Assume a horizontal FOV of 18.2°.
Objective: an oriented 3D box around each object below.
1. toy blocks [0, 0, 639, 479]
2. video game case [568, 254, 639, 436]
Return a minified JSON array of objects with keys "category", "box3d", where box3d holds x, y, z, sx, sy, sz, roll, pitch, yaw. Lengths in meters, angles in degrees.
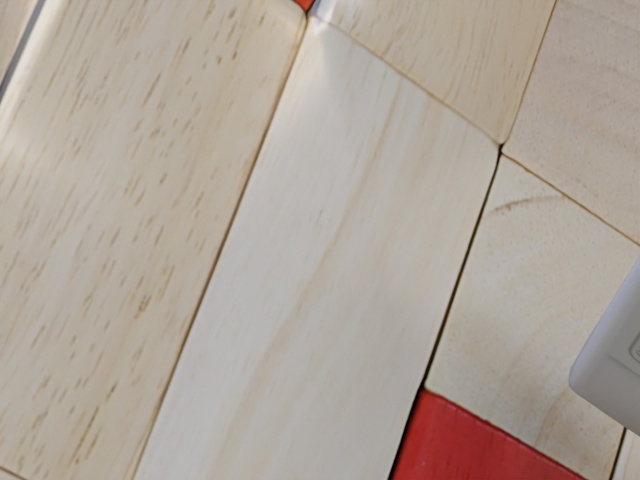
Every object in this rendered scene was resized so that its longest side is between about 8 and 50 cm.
[{"category":"toy blocks","box3d":[0.000,0.000,0.401,0.191,0.381,0.260,-9,56,53]},{"category":"video game case","box3d":[0.113,0.027,0.274,0.019,0.143,0.157,-50,-11,-25]}]
